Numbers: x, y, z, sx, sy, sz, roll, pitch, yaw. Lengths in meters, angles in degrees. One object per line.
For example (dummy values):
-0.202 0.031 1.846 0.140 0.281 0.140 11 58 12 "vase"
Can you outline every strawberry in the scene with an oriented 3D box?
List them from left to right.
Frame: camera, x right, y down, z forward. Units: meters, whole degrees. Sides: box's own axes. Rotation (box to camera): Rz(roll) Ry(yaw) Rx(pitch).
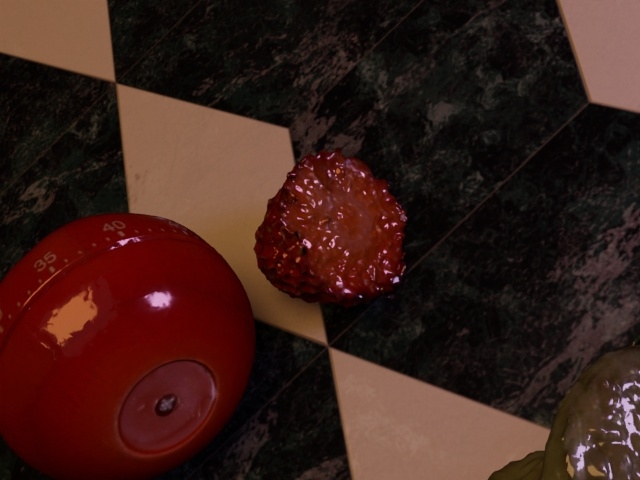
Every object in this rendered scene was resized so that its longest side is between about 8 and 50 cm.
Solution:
0.000 0.000 1.726 0.178 0.234 0.234 -23 55 50 "strawberry"

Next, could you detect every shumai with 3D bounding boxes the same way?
0.346 0.306 1.320 0.323 0.397 0.324 -38 36 55 "shumai"

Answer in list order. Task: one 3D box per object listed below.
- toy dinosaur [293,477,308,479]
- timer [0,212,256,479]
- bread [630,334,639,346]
-0.003 0.407 1.586 0.363 0.076 0.147 20 98 33 "toy dinosaur"
-0.268 0.151 1.646 0.378 0.378 0.279 -48 48 1 "timer"
0.503 0.177 1.445 0.301 0.045 0.301 -11 63 23 "bread"
